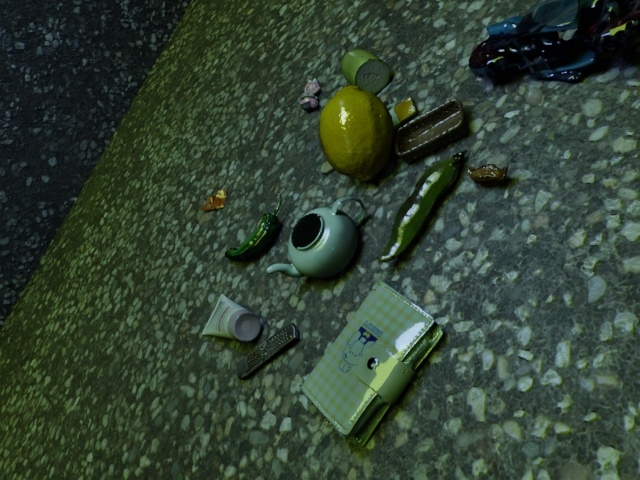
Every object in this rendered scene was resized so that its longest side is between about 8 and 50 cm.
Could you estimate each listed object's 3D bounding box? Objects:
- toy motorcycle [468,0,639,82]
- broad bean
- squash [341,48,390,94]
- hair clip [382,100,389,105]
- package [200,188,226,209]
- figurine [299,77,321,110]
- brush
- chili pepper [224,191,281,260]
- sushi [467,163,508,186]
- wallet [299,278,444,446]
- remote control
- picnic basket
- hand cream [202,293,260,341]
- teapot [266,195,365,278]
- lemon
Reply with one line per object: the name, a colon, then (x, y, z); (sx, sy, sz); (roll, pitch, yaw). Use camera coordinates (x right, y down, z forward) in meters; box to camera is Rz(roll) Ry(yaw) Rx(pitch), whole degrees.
toy motorcycle: (0.537, -0.482, 1.218); (0.416, 0.172, 0.232); (4, 59, 55)
broad bean: (0.238, -0.088, 1.285); (0.077, 0.061, 0.339); (33, 88, 38)
squash: (0.128, -0.527, 1.667); (0.123, 0.123, 0.186); (-44, 38, 11)
hair clip: (0.108, -0.348, 1.602); (0.214, 0.062, 0.056); (-43, 71, 20)
package: (-0.384, -0.144, 1.944); (0.111, 0.033, 0.077); (-11, 46, 33)
figurine: (-0.027, -0.492, 1.838); (0.072, 0.054, 0.129); (-2, 53, 26)
brush: (0.132, -0.292, 1.565); (0.337, 0.020, 0.085); (-32, 46, 24)
chili pepper: (-0.193, -0.012, 1.644); (0.279, 0.065, 0.122); (-42, 45, 20)
sushi: (0.374, -0.148, 1.206); (0.099, 0.050, 0.047); (7, 74, 40)
wallet: (0.104, 0.255, 1.173); (0.309, 0.077, 0.223); (-53, 36, -1)
remote control: (-0.140, 0.290, 1.411); (0.212, 0.028, 0.059); (-37, 39, 18)
picnic basket: (0.282, -0.275, 1.381); (0.193, 0.055, 0.110); (-25, 46, 30)
hand cream: (-0.261, 0.222, 1.544); (0.248, 0.083, 0.133); (1, 61, 55)
teapot: (0.000, 0.000, 1.400); (0.294, 0.129, 0.193); (-47, 41, 9)
lemon: (0.095, -0.284, 1.438); (0.204, 0.204, 0.260); (-8, 94, 40)
